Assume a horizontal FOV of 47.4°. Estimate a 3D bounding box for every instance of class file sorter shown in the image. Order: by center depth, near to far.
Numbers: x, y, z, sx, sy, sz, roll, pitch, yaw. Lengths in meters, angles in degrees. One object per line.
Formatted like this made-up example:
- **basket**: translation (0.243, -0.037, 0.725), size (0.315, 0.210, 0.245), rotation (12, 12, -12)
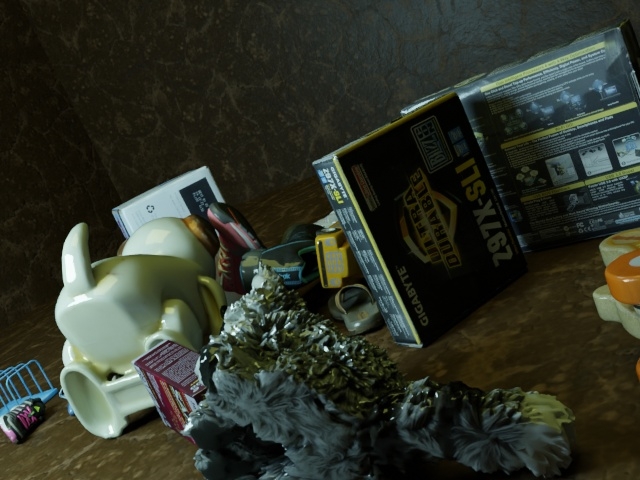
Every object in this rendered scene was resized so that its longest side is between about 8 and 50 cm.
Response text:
- **file sorter**: translation (-0.745, 0.367, 1.744), size (0.170, 0.105, 0.118), rotation (-19, 13, 26)

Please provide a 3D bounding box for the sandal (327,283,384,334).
- **sandal**: translation (0.058, 0.116, 1.339), size (0.089, 0.060, 0.219), rotation (-25, 11, -1)

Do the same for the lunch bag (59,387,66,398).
- **lunch bag**: translation (-0.536, 0.324, 1.640), size (0.083, 0.053, 0.071), rotation (-13, 16, 9)

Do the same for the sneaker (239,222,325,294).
- **sneaker**: translation (-0.034, 0.044, 1.544), size (0.139, 0.125, 0.341), rotation (-4, 15, 24)

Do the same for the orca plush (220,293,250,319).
- **orca plush**: translation (-0.083, 0.126, 1.357), size (0.102, 0.151, 0.287), rotation (-63, -22, 5)

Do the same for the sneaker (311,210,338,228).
- **sneaker**: translation (0.000, 0.000, 1.885), size (0.252, 0.103, 0.111), rotation (-24, 10, 45)

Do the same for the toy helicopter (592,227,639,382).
- **toy helicopter**: translation (0.420, 0.030, 0.828), size (0.234, 0.140, 0.355), rotation (-21, 10, 8)

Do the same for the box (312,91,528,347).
- **box**: translation (0.166, -0.036, 1.150), size (0.257, 0.322, 0.079), rotation (-30, 12, -28)

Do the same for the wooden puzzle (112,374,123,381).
- **wooden puzzle**: translation (-0.438, 0.192, 1.568), size (0.044, 0.239, 0.221), rotation (-15, 11, -7)

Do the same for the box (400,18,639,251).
- **box**: translation (0.368, -0.147, 1.240), size (0.394, 0.318, 0.097), rotation (-16, 15, 38)

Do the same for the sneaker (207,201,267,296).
- **sneaker**: translation (-0.175, 0.052, 1.598), size (0.136, 0.314, 0.116), rotation (-35, 40, -2)

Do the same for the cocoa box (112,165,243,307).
- **cocoa box**: translation (-0.317, 0.026, 1.770), size (0.231, 0.347, 0.228), rotation (-29, 12, -18)

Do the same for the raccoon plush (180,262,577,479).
- **raccoon plush**: translation (0.050, 0.169, 0.863), size (0.446, 0.216, 0.299), rotation (8, 25, 10)

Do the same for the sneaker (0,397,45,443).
- **sneaker**: translation (-0.635, 0.379, 1.571), size (0.074, 0.063, 0.170), rotation (-33, 8, -7)

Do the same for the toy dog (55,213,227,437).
- **toy dog**: translation (-0.334, 0.110, 1.398), size (0.284, 0.395, 0.408), rotation (-30, 18, 21)

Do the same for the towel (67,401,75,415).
- **towel**: translation (-0.481, 0.330, 1.561), size (0.119, 0.029, 0.067), rotation (-27, 13, -10)

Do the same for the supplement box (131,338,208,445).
- **supplement box**: translation (-0.185, 0.236, 1.086), size (0.073, 0.130, 0.239), rotation (-33, 20, -28)

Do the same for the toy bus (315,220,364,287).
- **toy bus**: translation (0.094, 0.004, 1.513), size (0.130, 0.108, 0.332), rotation (-3, 12, 19)
